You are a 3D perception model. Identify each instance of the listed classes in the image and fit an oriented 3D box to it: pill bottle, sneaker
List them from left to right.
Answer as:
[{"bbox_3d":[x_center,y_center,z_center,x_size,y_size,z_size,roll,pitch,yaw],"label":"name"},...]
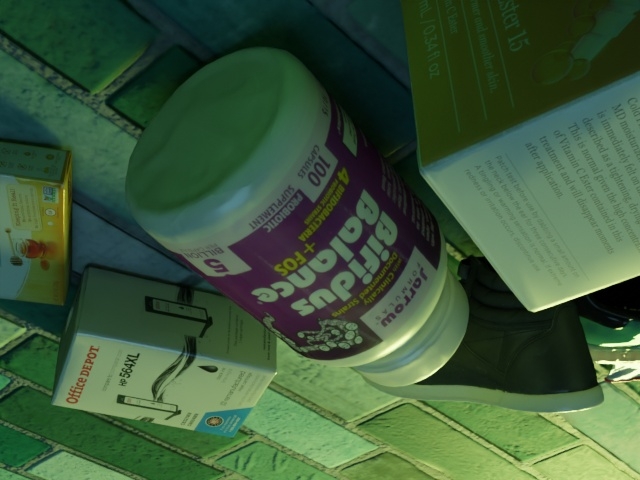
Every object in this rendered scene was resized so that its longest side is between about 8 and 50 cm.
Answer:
[{"bbox_3d":[0.000,0.000,0.731,0.169,0.169,0.301,-25,134,25],"label":"pill bottle"},{"bbox_3d":[0.148,0.086,0.901,0.104,0.147,0.295,-4,178,-38],"label":"sneaker"},{"bbox_3d":[0.376,0.047,0.844,0.302,0.108,0.121,-9,143,11],"label":"sneaker"}]

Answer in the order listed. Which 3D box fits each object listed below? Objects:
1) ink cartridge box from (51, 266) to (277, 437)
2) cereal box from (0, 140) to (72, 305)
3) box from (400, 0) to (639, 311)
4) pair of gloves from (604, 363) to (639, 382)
[{"bbox_3d":[-0.164,0.121,0.929,0.203,0.086,0.148,13,137,-18],"label":"ink cartridge box"},{"bbox_3d":[-0.343,-0.021,0.787,0.240,0.047,0.173,6,138,-9],"label":"cereal box"},{"bbox_3d":[0.239,-0.135,0.547,0.345,0.215,0.168,-24,134,23],"label":"box"},{"bbox_3d":[0.400,0.106,0.980,0.198,0.023,0.159,-6,141,7],"label":"pair of gloves"}]
